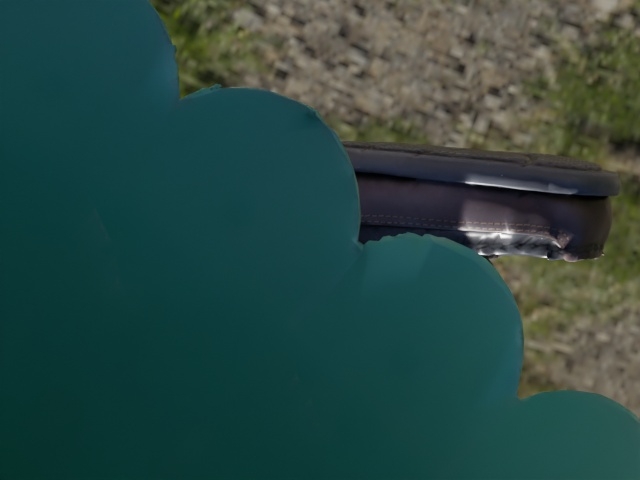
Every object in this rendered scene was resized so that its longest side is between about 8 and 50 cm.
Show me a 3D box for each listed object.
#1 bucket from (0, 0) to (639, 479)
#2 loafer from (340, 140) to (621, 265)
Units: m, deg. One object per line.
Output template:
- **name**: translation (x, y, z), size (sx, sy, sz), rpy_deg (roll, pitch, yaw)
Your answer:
- **bucket**: translation (-0.078, 0.058, 0.322), size (0.281, 0.281, 0.183), rpy_deg (34, 104, -17)
- **loafer**: translation (0.000, 0.000, 0.801), size (0.303, 0.095, 0.109), rpy_deg (5, -177, 35)
